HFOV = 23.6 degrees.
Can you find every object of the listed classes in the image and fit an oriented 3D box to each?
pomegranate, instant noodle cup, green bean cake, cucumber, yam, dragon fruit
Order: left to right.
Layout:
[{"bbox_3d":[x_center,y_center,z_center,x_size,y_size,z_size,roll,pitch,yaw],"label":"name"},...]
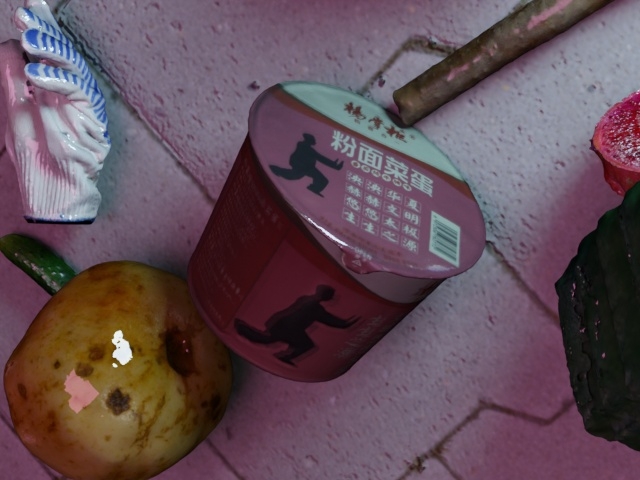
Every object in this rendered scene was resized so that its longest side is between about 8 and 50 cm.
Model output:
[{"bbox_3d":[-0.269,0.038,1.564,0.155,0.037,0.037,38,113,13],"label":"cucumber"},{"bbox_3d":[-0.198,0.127,1.459,0.215,0.215,0.215,5,103,24],"label":"pomegranate"},{"bbox_3d":[0.000,0.000,1.338,0.235,0.234,0.178,44,124,11],"label":"instant noodle cup"},{"bbox_3d":[0.196,-0.192,1.300,0.326,0.045,0.045,-30,128,28],"label":"yam"},{"bbox_3d":[0.307,-0.055,1.241,0.153,0.153,0.111,-6,128,25],"label":"dragon fruit"},{"bbox_3d":[0.364,0.048,1.161,0.307,0.300,0.169,-1,66,-11],"label":"green bean cake"}]

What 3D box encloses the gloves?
[{"bbox_3d":[-0.263,-0.124,1.496,0.119,0.097,0.229,2,108,28],"label":"gloves"}]
